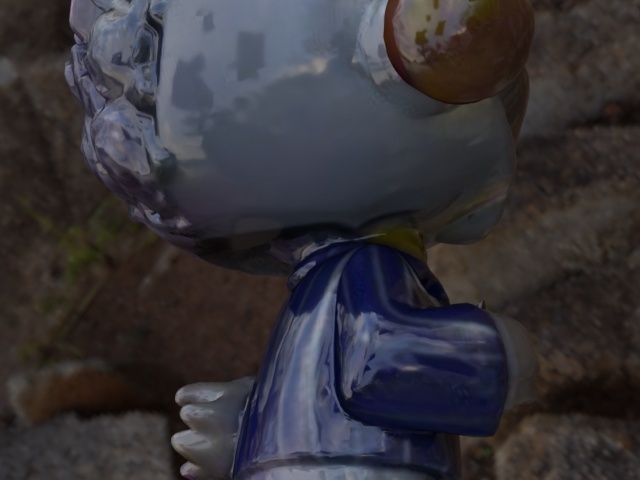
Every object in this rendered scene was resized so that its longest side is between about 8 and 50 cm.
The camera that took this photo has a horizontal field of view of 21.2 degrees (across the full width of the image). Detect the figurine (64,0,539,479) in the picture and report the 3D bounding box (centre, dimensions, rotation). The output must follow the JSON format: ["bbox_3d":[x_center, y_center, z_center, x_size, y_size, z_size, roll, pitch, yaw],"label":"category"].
[{"bbox_3d":[-0.001,0.006,0.496,0.194,0.133,0.274,-162,67,-77],"label":"figurine"}]
